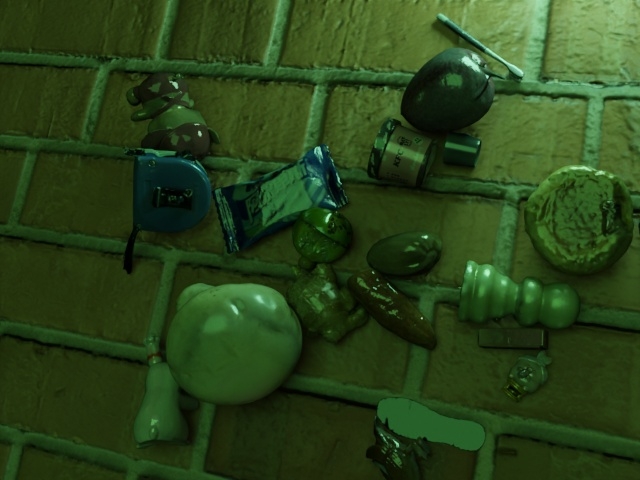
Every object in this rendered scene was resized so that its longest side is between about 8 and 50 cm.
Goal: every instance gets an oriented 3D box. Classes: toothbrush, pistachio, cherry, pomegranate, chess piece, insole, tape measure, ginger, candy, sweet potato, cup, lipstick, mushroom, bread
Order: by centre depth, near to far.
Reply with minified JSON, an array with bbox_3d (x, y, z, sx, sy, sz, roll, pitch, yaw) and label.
[{"bbox_3d":[0.436,0.131,1.743,0.252,0.144,0.144,9,79,15],"label":"chess piece"},{"bbox_3d":[0.568,-0.042,1.746,0.245,0.134,0.244,-3,77,14],"label":"bread"},{"bbox_3d":[0.422,0.216,1.752,0.146,0.045,0.045,-3,75,31],"label":"lipstick"},{"bbox_3d":[0.244,0.414,1.794,0.253,0.005,0.086,13,81,21],"label":"insole"},{"bbox_3d":[-0.226,0.239,1.836,0.356,0.315,0.314,-2,75,27],"label":"mushroom"},{"bbox_3d":[0.171,0.157,1.837,0.252,0.097,0.097,39,90,10],"label":"sweet potato"},{"bbox_3d":[0.192,0.029,1.862,0.186,0.108,0.126,-12,48,22],"label":"pistachio"},{"bbox_3d":[0.308,-0.352,1.870,0.266,0.213,0.183,-22,96,25],"label":"cherry"},{"bbox_3d":[0.000,0.142,1.888,0.157,0.102,0.216,-41,78,-2],"label":"ginger"},{"bbox_3d":[0.341,-0.222,1.902,0.077,0.078,0.100,13,49,15],"label":"cup"},{"bbox_3d":[0.002,-0.011,1.928,0.143,0.169,0.122,16,50,-13],"label":"pomegranate"},{"bbox_3d":[0.393,-0.481,1.977,0.024,0.026,0.288,-39,65,-14],"label":"toothbrush"},{"bbox_3d":[-0.107,-0.107,2.008,0.331,0.077,0.187,-22,72,8],"label":"candy"},{"bbox_3d":[-0.397,-0.061,2.052,0.216,0.098,0.351,2,113,-14],"label":"tape measure"}]

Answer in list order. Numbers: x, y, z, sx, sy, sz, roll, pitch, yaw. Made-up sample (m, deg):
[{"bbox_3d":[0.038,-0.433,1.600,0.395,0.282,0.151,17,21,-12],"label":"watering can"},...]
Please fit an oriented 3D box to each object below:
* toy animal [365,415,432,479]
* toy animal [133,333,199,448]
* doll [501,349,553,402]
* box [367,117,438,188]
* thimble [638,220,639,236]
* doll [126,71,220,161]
[{"bbox_3d":[0.149,0.490,1.767,0.179,0.089,0.188,-43,71,17],"label":"toy animal"},{"bbox_3d":[-0.376,0.372,1.945,0.141,0.138,0.282,-5,51,8],"label":"toy animal"},{"bbox_3d":[0.446,0.286,1.721,0.127,0.084,0.073,-50,59,3],"label":"doll"},{"bbox_3d":[0.200,-0.200,1.901,0.135,0.151,0.151,22,83,12],"label":"box"},{"bbox_3d":[0.736,-0.018,1.704,0.105,0.095,0.066,-10,70,30],"label":"thimble"},{"bbox_3d":[-0.395,-0.313,2.111,0.196,0.152,0.255,-24,83,2],"label":"doll"}]
